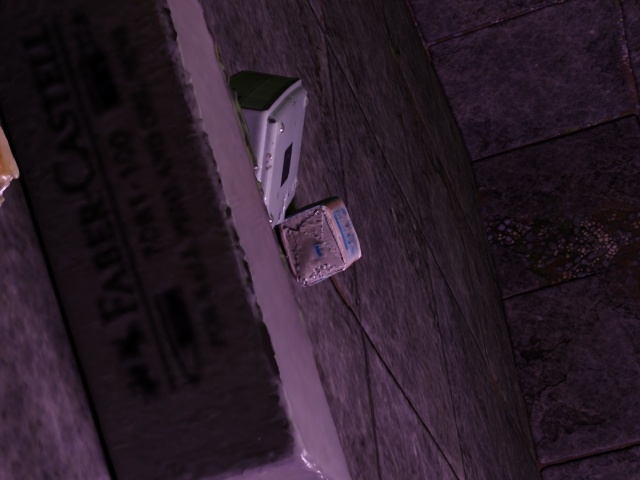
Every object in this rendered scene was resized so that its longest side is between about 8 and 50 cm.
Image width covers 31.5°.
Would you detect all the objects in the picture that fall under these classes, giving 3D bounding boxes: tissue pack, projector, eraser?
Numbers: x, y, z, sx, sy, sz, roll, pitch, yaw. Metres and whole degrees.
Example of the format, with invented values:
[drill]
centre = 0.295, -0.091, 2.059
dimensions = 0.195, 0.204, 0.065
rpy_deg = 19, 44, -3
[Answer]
[tissue pack]
centre = 0.000, 0.000, 1.102
dimensions = 0.094, 0.059, 0.074
rpy_deg = -29, 100, -77
[projector]
centre = -0.052, -0.062, 0.868
dimensions = 0.147, 0.061, 0.115
rpy_deg = -63, 162, -71
[eraser]
centre = -0.085, 0.004, 0.626
dimensions = 0.077, 0.111, 0.352
rpy_deg = -27, 100, -77

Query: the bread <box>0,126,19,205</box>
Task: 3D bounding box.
[bread]
centre = -0.176, 0.002, 0.412
dimensions = 0.182, 0.039, 0.250
rpy_deg = 58, 20, -48
